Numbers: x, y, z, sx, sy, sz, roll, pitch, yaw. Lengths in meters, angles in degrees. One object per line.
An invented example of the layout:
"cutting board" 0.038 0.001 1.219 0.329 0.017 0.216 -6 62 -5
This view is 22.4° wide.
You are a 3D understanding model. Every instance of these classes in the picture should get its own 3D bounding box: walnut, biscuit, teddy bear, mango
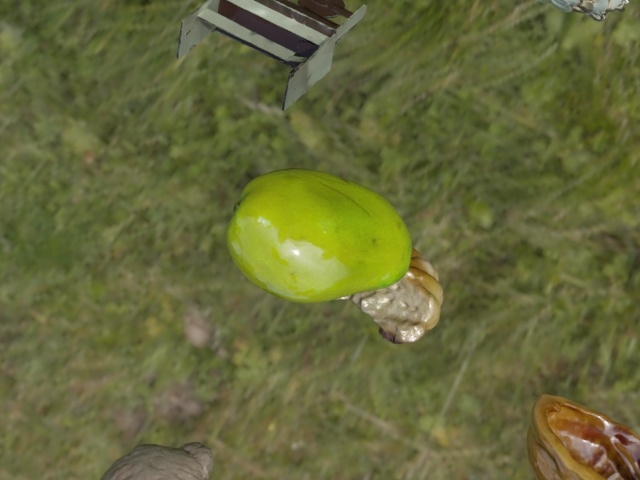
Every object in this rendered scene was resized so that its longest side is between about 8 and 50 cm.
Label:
"walnut" 0.282 0.245 1.590 0.211 0.167 0.087 38 116 29
"biscuit" 0.050 0.029 1.644 0.183 0.118 0.061 23 128 26
"teddy bear" -0.207 0.364 1.980 0.236 0.267 0.151 -25 113 1
"mango" -0.004 -0.005 1.333 0.117 0.163 0.089 57 130 28

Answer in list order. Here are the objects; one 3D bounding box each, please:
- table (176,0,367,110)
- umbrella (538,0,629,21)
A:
"table" -0.054 -0.239 1.839 0.146 0.175 0.062 28 134 17
"umbrella" 0.182 -0.200 1.201 0.143 0.067 0.062 8 137 15
